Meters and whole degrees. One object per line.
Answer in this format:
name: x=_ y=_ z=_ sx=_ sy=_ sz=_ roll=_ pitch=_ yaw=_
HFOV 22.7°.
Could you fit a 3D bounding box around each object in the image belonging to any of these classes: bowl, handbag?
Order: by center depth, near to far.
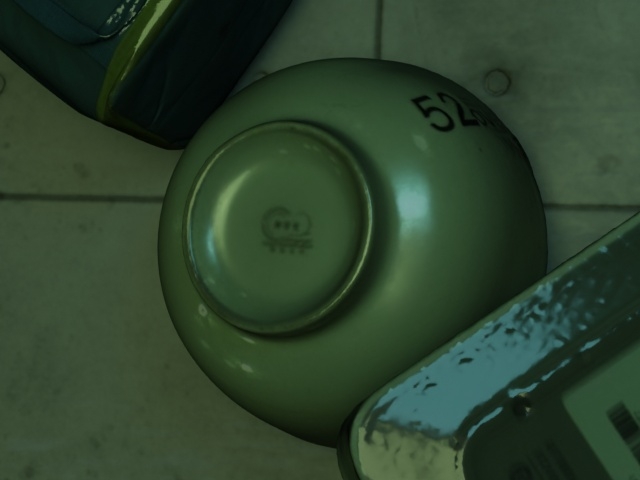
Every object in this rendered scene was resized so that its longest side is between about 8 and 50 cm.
bowl: x=0.000 y=0.000 z=1.352 sx=0.354 sy=0.185 sz=0.353 roll=-4 pitch=81 yaw=23
handbag: x=-0.173 y=-0.245 z=1.423 sx=0.241 sy=0.222 sz=0.263 roll=36 pitch=98 yaw=19

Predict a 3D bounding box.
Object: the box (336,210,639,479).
box: x=0.261 y=0.205 z=1.240 sx=0.396 sy=0.111 sz=0.396 roll=-34 pitch=87 yaw=-15
